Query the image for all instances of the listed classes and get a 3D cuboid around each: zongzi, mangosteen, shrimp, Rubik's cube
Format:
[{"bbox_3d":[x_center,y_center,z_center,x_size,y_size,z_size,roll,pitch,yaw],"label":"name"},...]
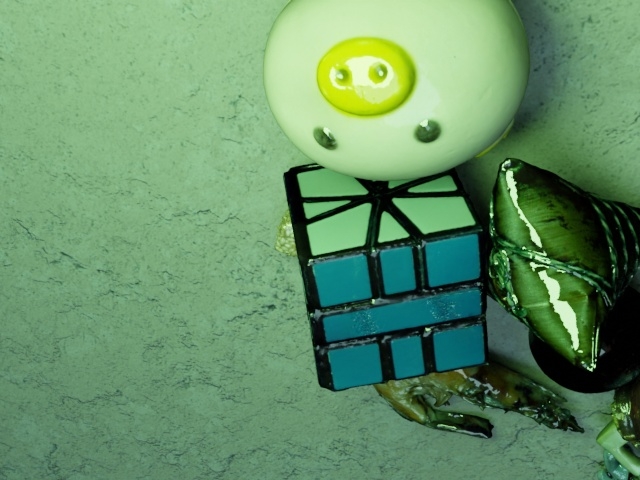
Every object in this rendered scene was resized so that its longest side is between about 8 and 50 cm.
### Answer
[{"bbox_3d":[0.423,0.012,1.443,0.362,0.383,0.319,-17,85,2],"label":"zongzi"},{"bbox_3d":[0.483,0.171,1.613,0.243,0.243,0.243,6,129,8],"label":"mangosteen"},{"bbox_3d":[0.314,0.332,1.860,0.445,0.085,0.272,17,135,3],"label":"shrimp"},{"bbox_3d":[0.104,0.039,1.492,0.288,0.293,0.283,-10,122,1],"label":"Rubik's cube"}]

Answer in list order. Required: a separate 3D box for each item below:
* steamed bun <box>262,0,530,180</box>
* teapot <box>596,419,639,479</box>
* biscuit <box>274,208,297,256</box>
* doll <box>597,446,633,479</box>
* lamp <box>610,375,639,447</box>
[{"bbox_3d":[0.105,-0.241,1.297,0.374,0.334,0.334,-1,128,21],"label":"steamed bun"},{"bbox_3d":[0.749,0.443,1.801,0.239,0.321,0.239,11,122,-51],"label":"teapot"},{"bbox_3d":[0.000,0.000,1.669,0.168,0.070,0.082,17,129,-6],"label":"biscuit"},{"bbox_3d":[0.643,0.517,1.932,0.120,0.075,0.180,-10,126,16],"label":"doll"},{"bbox_3d":[0.646,0.300,1.631,0.247,0.247,0.247,6,129,8],"label":"lamp"}]
